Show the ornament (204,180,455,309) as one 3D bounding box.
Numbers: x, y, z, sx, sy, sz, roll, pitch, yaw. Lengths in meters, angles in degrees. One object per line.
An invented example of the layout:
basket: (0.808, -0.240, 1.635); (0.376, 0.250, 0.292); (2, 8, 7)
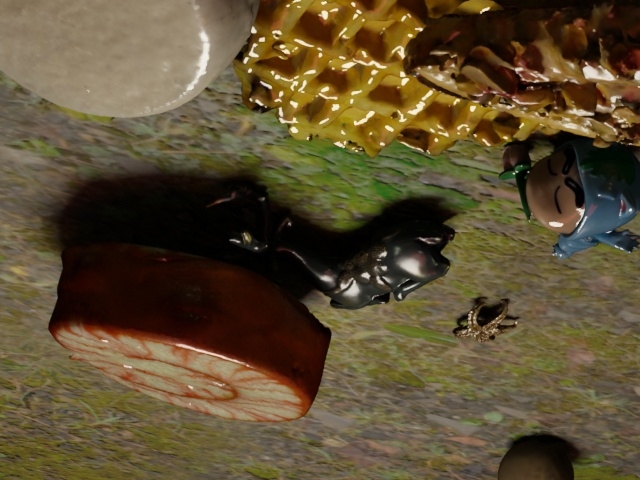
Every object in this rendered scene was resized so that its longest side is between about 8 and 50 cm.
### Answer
ornament: (0.000, 0.000, 1.963); (0.236, 0.080, 0.202); (25, 147, -33)

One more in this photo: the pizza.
pizza: (0.241, -0.125, 1.510); (0.251, 0.074, 0.288); (18, 170, -40)

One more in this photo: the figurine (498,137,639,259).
figurine: (0.249, -0.039, 1.860); (0.144, 0.114, 0.178); (5, 158, 0)

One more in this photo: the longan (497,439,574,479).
longan: (0.290, 0.314, 2.467); (0.113, 0.092, 0.113); (-10, 116, -22)

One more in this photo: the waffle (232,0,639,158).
waffle: (0.106, -0.191, 1.620); (0.382, 0.095, 0.379); (-4, 150, 6)

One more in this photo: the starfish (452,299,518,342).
starfish: (0.192, 0.100, 2.170); (0.078, 0.028, 0.091); (-8, 153, 13)

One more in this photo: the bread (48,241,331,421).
bread: (-0.141, 0.103, 2.040); (0.295, 0.114, 0.327); (9, 162, 20)

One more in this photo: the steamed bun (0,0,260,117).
steamed bun: (-0.173, -0.244, 1.459); (0.283, 0.177, 0.283); (14, 143, 11)
